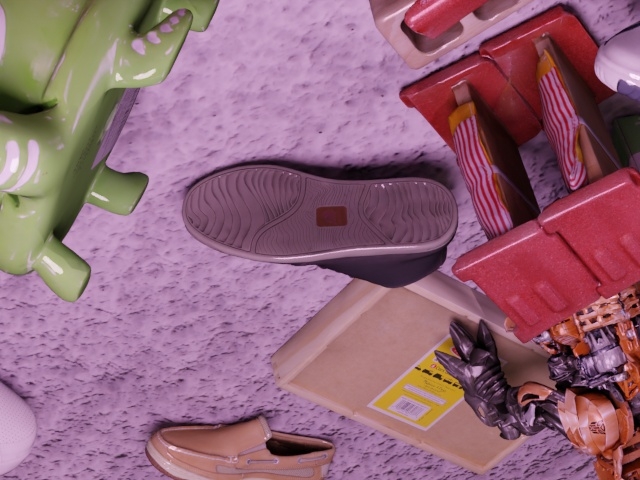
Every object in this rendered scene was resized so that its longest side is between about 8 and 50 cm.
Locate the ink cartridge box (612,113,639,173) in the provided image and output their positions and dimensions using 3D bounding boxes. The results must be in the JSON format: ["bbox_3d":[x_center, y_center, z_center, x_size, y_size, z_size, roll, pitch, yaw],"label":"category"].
[{"bbox_3d":[0.340,-0.011,1.516,0.160,0.219,0.092,-10,136,-3],"label":"ink cartridge box"}]

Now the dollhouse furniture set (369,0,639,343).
[{"bbox_3d":[0.104,-0.120,1.365,0.152,0.201,0.374,-29,134,17],"label":"dollhouse furniture set"}]

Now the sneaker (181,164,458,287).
[{"bbox_3d":[0.000,0.000,1.551,0.222,0.083,0.118,4,159,3],"label":"sneaker"}]

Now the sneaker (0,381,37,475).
[{"bbox_3d":[-0.317,0.090,1.548,0.292,0.108,0.169,30,124,-36],"label":"sneaker"}]

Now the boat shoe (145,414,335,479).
[{"bbox_3d":[-0.071,0.190,1.747,0.190,0.068,0.072,12,119,-37],"label":"boat shoe"}]

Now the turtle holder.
[{"bbox_3d":[-0.225,-0.092,1.247,0.227,0.320,0.243,25,135,-1],"label":"turtle holder"}]

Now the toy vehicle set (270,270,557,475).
[{"bbox_3d":[0.108,0.117,1.724,0.267,0.035,0.166,27,123,-34],"label":"toy vehicle set"}]

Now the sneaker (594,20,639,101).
[{"bbox_3d":[0.303,-0.191,1.389,0.235,0.094,0.153,-14,130,-31],"label":"sneaker"}]

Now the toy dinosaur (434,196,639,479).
[{"bbox_3d":[0.219,0.121,1.580,0.164,0.218,0.321,4,97,-27],"label":"toy dinosaur"}]
